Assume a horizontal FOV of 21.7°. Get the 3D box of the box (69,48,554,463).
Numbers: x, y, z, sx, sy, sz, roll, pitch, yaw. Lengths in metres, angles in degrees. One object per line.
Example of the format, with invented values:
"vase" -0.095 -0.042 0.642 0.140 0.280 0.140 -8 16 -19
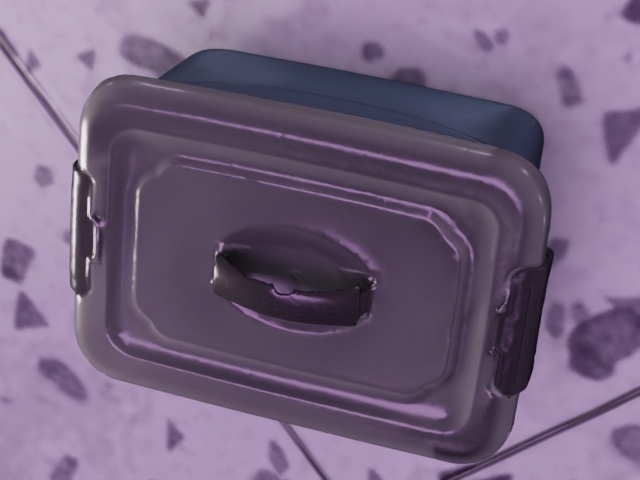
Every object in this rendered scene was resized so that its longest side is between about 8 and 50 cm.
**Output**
"box" 0.000 0.000 0.800 0.227 0.130 0.162 13 118 13
